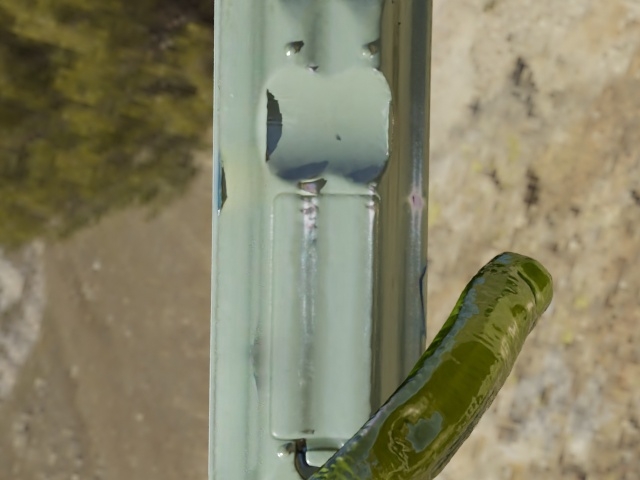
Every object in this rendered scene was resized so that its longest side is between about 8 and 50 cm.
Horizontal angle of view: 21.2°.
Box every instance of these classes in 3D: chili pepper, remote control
[{"bbox_3d":[0.048,0.072,0.762,0.201,0.050,0.052,-45,-32,-38],"label":"chili pepper"},{"bbox_3d":[0.000,0.000,0.993,0.065,0.128,0.335,-141,51,-85],"label":"remote control"}]
